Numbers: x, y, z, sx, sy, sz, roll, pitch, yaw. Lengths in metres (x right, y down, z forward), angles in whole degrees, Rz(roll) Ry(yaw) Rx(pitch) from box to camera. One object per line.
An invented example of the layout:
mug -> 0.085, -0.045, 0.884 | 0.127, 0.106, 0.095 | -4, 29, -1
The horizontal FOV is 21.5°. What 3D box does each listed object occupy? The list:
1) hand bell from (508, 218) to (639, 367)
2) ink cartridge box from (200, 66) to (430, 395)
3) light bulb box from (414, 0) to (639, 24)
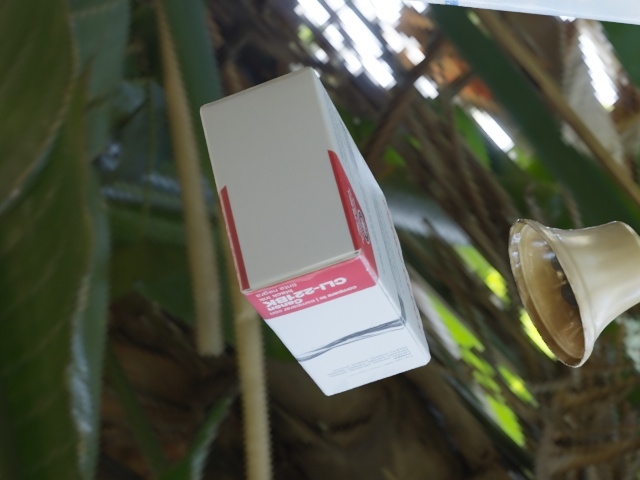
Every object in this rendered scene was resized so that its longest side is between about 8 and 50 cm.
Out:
hand bell -> 0.287, 0.000, 1.367 | 0.242, 0.126, 0.126 | -22, -155, -13
ink cartridge box -> 0.000, 0.000, 1.556 | 0.114, 0.273, 0.197 | -19, -118, 9
light bulb box -> 0.060, -0.338, 1.075 | 0.225, 0.361, 0.358 | 31, -64, 52
